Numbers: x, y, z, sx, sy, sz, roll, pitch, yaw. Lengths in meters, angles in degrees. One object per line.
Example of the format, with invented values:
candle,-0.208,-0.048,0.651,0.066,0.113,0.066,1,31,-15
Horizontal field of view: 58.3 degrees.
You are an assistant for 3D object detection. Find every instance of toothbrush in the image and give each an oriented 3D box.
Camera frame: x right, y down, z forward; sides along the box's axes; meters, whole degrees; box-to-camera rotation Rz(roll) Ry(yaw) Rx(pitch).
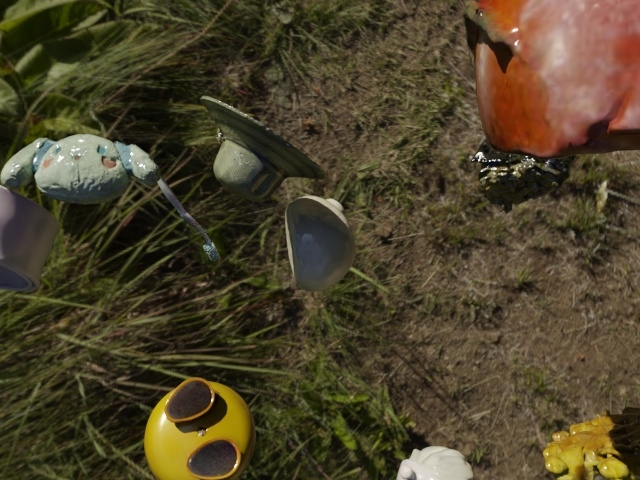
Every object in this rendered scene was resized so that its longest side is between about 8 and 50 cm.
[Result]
toothbrush,-0.289,-0.063,1.214,0.021,0.027,0.269,-10,122,36

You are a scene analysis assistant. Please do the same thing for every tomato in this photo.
tomato,0.223,-0.163,0.345,0.309,0.309,0.170,-7,111,28

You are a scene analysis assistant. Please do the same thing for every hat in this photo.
hat,-0.117,-0.124,0.958,0.252,0.252,0.109,31,88,19

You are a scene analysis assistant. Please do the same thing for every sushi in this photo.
sushi,0.386,-0.143,1.123,0.147,0.212,0.115,35,72,-14

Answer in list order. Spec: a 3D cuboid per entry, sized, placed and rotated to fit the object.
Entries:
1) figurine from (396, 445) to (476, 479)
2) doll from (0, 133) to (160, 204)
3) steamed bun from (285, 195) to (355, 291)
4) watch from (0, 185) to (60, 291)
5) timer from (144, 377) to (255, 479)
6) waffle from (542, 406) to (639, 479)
figurine,0.189,0.413,0.878,0.145,0.182,0.256,-26,107,1
doll,-0.329,-0.100,0.800,0.214,0.103,0.071,-1,145,-2
steamed bun,0.000,0.000,1.144,0.131,0.228,0.177,-7,111,-5
watch,-0.516,0.002,0.806,0.232,0.244,0.196,9,68,9
timer,-0.116,0.193,0.560,0.107,0.107,0.109,46,151,12
waffle,0.336,0.193,0.552,0.229,0.232,0.051,-21,77,24
